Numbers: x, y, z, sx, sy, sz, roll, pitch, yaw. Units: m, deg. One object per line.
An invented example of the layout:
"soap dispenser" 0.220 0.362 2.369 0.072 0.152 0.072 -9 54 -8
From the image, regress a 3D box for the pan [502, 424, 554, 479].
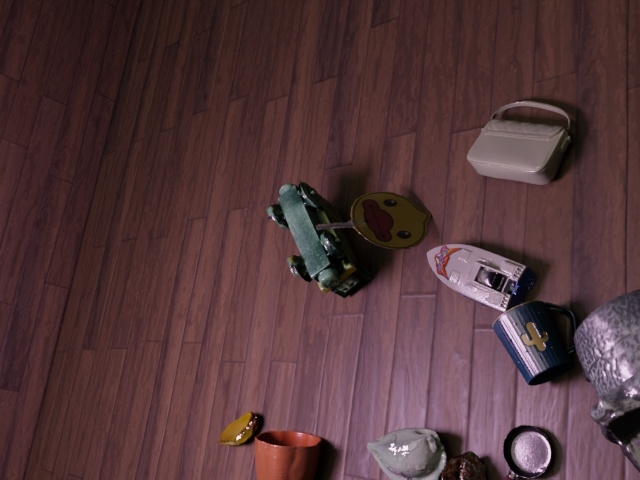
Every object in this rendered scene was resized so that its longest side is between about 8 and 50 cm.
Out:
"pan" 0.436 0.511 1.476 0.115 0.040 0.212 31 88 45

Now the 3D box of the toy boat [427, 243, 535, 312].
"toy boat" 0.381 0.080 1.679 0.295 0.088 0.129 25 91 46

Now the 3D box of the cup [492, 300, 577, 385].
"cup" 0.499 0.225 1.495 0.176 0.131 0.155 -23 59 5

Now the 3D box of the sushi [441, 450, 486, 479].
"sushi" 0.327 0.557 1.511 0.078 0.090 0.150 -41 14 40

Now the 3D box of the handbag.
"handbag" 0.520 -0.260 1.709 0.256 0.079 0.219 20 76 46

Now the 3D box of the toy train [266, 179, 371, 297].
"toy train" 0.000 0.000 1.958 0.160 0.253 0.397 -38 49 16

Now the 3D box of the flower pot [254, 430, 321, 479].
"flower pot" -0.094 0.633 1.850 0.191 0.191 0.173 2 88 44

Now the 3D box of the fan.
"fan" 0.149 -0.054 1.836 0.011 0.335 0.229 99 159 -46

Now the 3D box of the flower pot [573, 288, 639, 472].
"flower pot" 0.619 0.266 1.229 0.299 0.299 0.282 -38 46 26

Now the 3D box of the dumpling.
"dumpling" 0.209 0.536 1.635 0.217 0.105 0.149 -13 58 36

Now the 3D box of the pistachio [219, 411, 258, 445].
"pistachio" -0.248 0.603 2.086 0.173 0.049 0.089 -38 28 28
